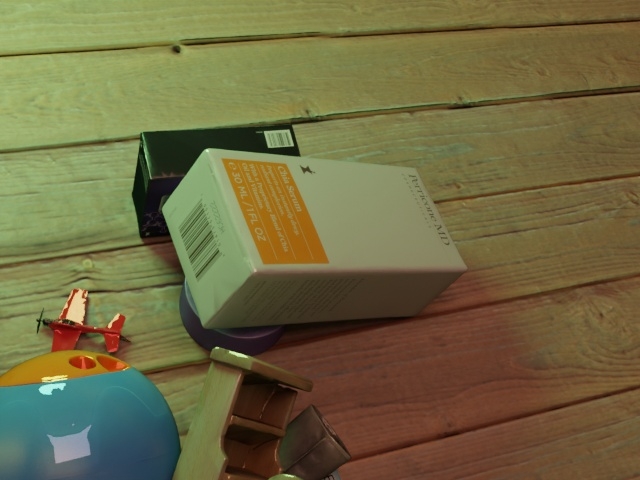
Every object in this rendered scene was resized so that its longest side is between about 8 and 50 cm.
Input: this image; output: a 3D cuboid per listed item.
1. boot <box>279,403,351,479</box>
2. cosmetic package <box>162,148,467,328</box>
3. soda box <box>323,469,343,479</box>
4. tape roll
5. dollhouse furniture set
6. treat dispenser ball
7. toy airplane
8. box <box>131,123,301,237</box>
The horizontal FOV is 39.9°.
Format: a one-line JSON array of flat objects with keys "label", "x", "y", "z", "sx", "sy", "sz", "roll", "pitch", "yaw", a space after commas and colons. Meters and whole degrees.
[{"label": "boot", "x": -0.043, "y": 0.370, "z": 1.280, "sx": 0.208, "sy": 0.076, "sz": 0.189, "roll": -32, "pitch": 71, "yaw": -6}, {"label": "cosmetic package", "x": 0.000, "y": 0.000, "z": 1.433, "sx": 0.453, "sy": 0.161, "sz": 0.230, "roll": 0, "pitch": 55, "yaw": -41}, {"label": "soda box", "x": 0.001, "y": 0.380, "z": 1.341, "sx": 0.058, "sy": 0.063, "sz": 0.183, "roll": -13, "pitch": 64, "yaw": -24}, {"label": "tape roll", "x": -0.137, "y": 0.095, "z": 1.468, "sx": 0.189, "sy": 0.080, "sz": 0.189, "roll": 7, "pitch": 57, "yaw": -12}, {"label": "dollhouse furniture set", "x": 0.026, "y": 0.314, "z": 1.088, "sx": 0.394, "sy": 0.362, "sz": 0.256, "roll": 11, "pitch": 78, "yaw": 31}, {"label": "treat dispenser ball", "x": -0.329, "y": 0.288, "z": 1.160, "sx": 0.288, "sy": 0.288, "sz": 0.288, "roll": 8, "pitch": 57, "yaw": -12}, {"label": "toy airplane", "x": -0.375, "y": 0.142, "z": 1.396, "sx": 0.151, "sy": 0.028, "sz": 0.151, "roll": 8, "pitch": 56, "yaw": -12}, {"label": "box", "x": -0.180, "y": -0.101, "z": 1.514, "sx": 0.261, "sy": 0.184, "sz": 0.103, "roll": -6, "pitch": 63, "yaw": -20}]
